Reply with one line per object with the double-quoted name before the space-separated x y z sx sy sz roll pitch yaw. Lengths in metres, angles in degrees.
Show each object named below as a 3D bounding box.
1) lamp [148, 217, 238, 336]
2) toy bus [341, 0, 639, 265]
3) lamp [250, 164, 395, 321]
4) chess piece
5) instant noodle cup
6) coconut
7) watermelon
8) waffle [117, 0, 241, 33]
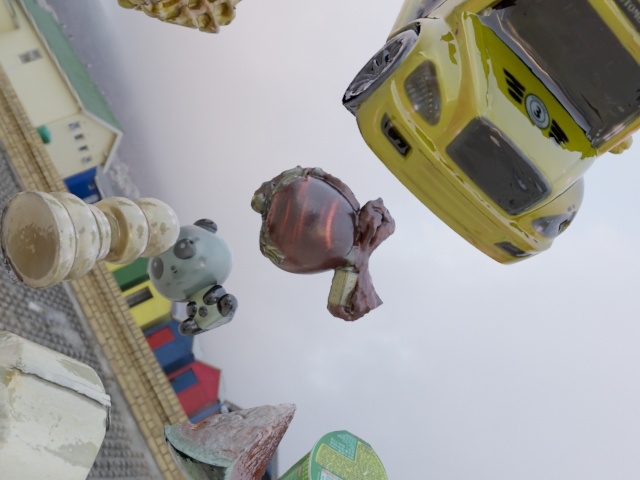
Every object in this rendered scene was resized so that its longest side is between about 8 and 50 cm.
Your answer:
"lamp" -0.281 0.081 1.372 0.243 0.198 0.197 63 -19 21
"toy bus" 0.138 -0.151 0.395 0.145 0.331 0.151 40 -42 -20
"lamp" -0.006 -0.001 0.913 0.224 0.214 0.151 16 2 21
"chess piece" -0.333 -0.015 0.934 0.143 0.261 0.142 5 -80 31
"instant noodle cup" -0.004 0.532 1.256 0.233 0.207 0.207 -45 -110 36
"coconut" -0.485 0.306 0.931 0.323 0.323 0.322 50 -24 32
"watermelon" -0.118 0.339 0.912 0.136 0.202 0.207 -104 167 -51
"waffle" -0.261 -0.533 1.115 0.151 0.324 0.260 26 -73 34
